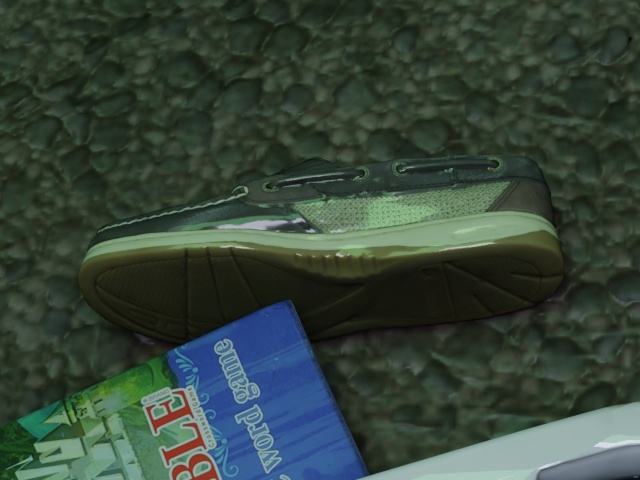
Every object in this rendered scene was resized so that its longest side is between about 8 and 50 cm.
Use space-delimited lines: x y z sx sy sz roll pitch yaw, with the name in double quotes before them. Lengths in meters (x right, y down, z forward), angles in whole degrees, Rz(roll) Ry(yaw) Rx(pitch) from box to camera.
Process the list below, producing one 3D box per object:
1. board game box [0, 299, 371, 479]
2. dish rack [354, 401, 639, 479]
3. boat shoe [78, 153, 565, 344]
"board game box" -0.096 0.220 0.809 0.318 0.066 0.318 -25 55 -2
"dish rack" 0.059 0.239 0.676 0.286 0.072 0.332 -17 56 2
"boat shoe" 0.001 -0.001 0.928 0.224 0.080 0.073 -4 51 6
